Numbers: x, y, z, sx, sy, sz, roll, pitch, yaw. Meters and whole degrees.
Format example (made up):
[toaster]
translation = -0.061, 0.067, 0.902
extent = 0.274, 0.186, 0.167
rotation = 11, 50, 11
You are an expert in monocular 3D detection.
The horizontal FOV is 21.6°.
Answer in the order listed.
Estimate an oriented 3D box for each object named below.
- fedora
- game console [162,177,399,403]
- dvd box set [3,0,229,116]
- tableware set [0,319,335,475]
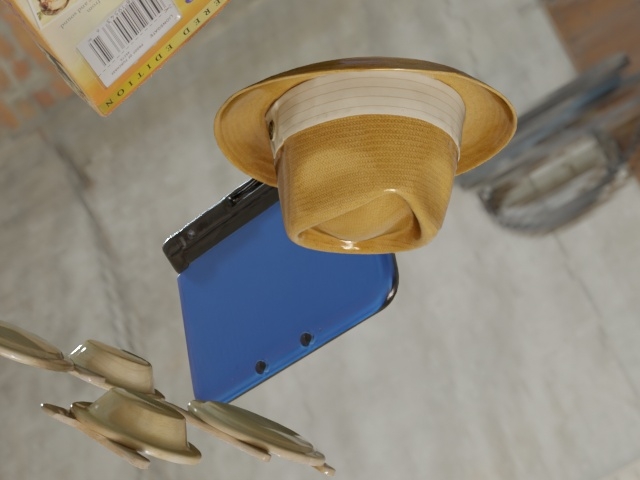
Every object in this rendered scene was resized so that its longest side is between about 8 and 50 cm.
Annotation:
[fedora]
translation = 0.027, -0.039, 0.993
extent = 0.194, 0.194, 0.079
rotation = 39, -134, -60
[game console]
translation = 0.000, 0.000, 1.604
extent = 0.250, 0.293, 0.173
rotation = -30, -92, -50
[dvd box set]
translation = -0.149, -0.312, 1.258
extent = 0.062, 0.307, 0.420
rotation = 41, 172, 30
[tableware set]
translation = -0.081, 0.066, 0.707
extent = 0.141, 0.020, 0.169
rotation = 24, -178, 32
